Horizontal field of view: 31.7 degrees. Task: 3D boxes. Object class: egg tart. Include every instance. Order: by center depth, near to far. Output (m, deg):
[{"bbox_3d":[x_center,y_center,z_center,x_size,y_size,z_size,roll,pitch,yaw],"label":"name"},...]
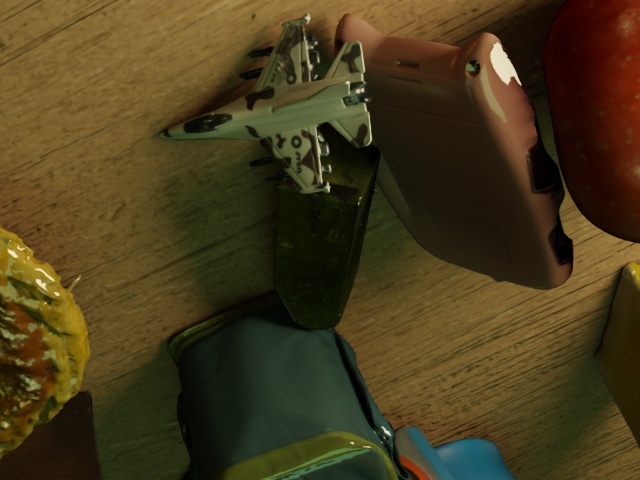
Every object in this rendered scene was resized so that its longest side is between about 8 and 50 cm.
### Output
[{"bbox_3d":[-0.383,0.085,1.056,0.339,0.153,0.352,-22,133,2],"label":"egg tart"}]

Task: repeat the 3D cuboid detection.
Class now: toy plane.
[{"bbox_3d":[-0.041,-0.115,1.016,0.234,0.160,0.082,-9,176,41],"label":"toy plane"}]

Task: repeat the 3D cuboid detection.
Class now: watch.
[{"bbox_3d":[0.130,0.405,1.469,0.274,0.241,0.305,17,125,-46],"label":"watch"}]

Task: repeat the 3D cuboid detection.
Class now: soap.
[{"bbox_3d":[0.424,0.186,1.286,0.091,0.315,0.199,-5,133,-11],"label":"soap"}]

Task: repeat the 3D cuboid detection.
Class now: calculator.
[{"bbox_3d":[0.128,-0.063,1.056,0.048,0.220,0.330,-53,137,-25],"label":"calculator"}]

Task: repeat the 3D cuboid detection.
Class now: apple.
[{"bbox_3d":[0.318,-0.123,1.014,0.216,0.260,0.260,-8,135,16],"label":"apple"}]

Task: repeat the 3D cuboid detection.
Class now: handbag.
[{"bbox_3d":[-0.031,0.223,1.230,0.222,0.241,0.263,-22,135,3],"label":"handbag"}]

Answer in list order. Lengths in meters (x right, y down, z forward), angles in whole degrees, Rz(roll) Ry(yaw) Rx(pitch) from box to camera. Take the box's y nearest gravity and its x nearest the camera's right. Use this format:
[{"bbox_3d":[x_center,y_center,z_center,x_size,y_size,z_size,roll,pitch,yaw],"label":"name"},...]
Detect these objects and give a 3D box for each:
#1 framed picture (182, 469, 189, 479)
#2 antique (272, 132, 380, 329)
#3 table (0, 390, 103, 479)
[{"bbox_3d":[-0.091,0.324,1.426,0.168,0.023,0.128,22,123,-18],"label":"framed picture"},{"bbox_3d":[0.000,0.000,1.122,0.080,0.081,0.221,17,140,7],"label":"antique"},{"bbox_3d":[-0.380,0.330,1.255,0.282,0.196,0.251,-8,131,-14],"label":"table"}]
